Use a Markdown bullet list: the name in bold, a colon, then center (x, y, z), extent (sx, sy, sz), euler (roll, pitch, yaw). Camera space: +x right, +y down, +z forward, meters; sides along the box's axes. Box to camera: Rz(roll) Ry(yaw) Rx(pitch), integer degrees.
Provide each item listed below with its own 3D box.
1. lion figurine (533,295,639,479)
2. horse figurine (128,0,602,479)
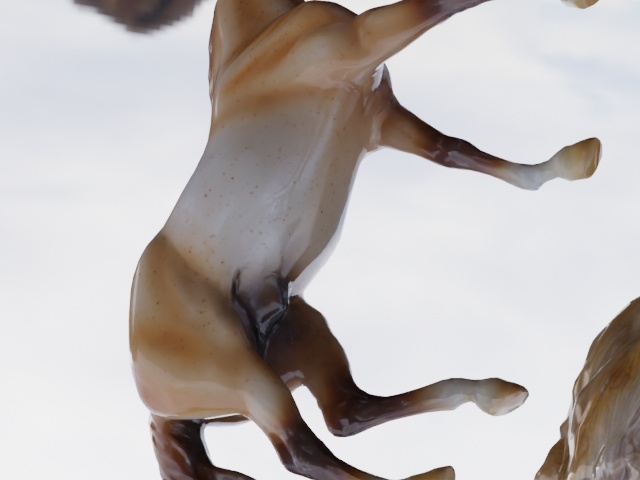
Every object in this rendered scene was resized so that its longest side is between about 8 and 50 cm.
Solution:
- **lion figurine**: center (0.294, 0.092, 0.736), extent (0.392, 0.240, 0.142), euler (28, 176, 12)
- **horse figurine**: center (0.000, 0.000, 0.681), extent (0.174, 0.263, 0.066), euler (10, 168, 35)
